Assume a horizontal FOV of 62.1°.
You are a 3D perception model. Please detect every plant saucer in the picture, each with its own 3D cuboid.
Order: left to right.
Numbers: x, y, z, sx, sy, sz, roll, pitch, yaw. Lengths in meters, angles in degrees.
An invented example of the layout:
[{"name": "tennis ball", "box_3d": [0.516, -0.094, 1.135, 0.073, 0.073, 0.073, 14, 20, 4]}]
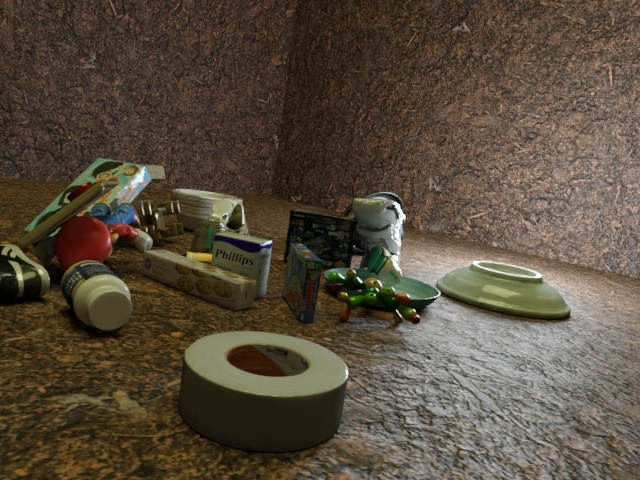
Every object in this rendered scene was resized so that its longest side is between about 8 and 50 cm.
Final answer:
[{"name": "plant saucer", "box_3d": [0.164, 0.132, 1.452, 0.317, 0.044, 0.317, 8, 8, -1]}, {"name": "plant saucer", "box_3d": [0.567, 0.135, 1.649, 0.400, 0.101, 0.400, 8, 8, -1]}]

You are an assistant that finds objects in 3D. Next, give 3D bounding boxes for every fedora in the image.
[{"name": "fedora", "box_3d": [0.221, -0.039, 2.118, 0.334, 0.334, 0.152, 1, 41, -42]}]

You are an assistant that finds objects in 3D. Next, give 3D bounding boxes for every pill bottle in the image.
[{"name": "pill bottle", "box_3d": [-0.392, 0.098, 0.937, 0.094, 0.094, 0.169, 2, 10, -37]}]

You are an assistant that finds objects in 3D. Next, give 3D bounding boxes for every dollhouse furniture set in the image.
[{"name": "dollhouse furniture set", "box_3d": [-0.578, -0.107, 1.701, 0.161, 0.242, 0.212, -8, 3, 17]}]

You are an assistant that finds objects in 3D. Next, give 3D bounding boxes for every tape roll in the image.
[{"name": "tape roll", "box_3d": [-0.075, 0.191, 0.711, 0.219, 0.072, 0.219, 9, 8, -1]}]

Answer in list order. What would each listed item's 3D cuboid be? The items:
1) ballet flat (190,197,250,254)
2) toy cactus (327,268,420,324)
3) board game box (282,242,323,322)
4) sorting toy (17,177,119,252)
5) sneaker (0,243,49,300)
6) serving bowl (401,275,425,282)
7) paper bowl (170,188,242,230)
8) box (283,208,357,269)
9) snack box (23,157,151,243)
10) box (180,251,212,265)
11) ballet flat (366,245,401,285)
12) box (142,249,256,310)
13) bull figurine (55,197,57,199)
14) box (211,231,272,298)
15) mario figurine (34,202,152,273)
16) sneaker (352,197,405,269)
[{"name": "ballet flat", "box_3d": [-0.308, -0.046, 1.699, 0.164, 0.182, 0.483, 7, 8, -3]}, {"name": "toy cactus", "box_3d": [0.118, 0.129, 1.216, 0.219, 0.112, 0.180, 16, 10, 3]}, {"name": "board game box", "box_3d": [-0.044, 0.090, 1.207, 0.035, 0.136, 0.201, 7, 8, -15]}, {"name": "sorting toy", "box_3d": [-0.596, -0.045, 1.182, 0.307, 0.041, 0.229, -38, 16, -5]}, {"name": "sneaker", "box_3d": [-0.632, 0.058, 1.020, 0.217, 0.079, 0.121, 14, 11, 33]}, {"name": "serving bowl", "box_3d": [0.277, 0.131, 1.621, 0.083, 0.027, 0.083, 8, 8, -1]}, {"name": "paper bowl", "box_3d": [-0.462, -0.117, 2.137, 0.284, 0.148, 0.284, 8, 8, -1]}, {"name": "box", "box_3d": [0.000, 0.000, 1.720, 0.220, 0.175, 0.051, 9, 8, 7]}, {"name": "snack box", "box_3d": [-0.654, -0.106, 1.515, 0.187, 0.060, 0.322, 11, 50, 21]}, {"name": "box", "box_3d": [-0.290, 0.064, 1.347, 0.136, 0.028, 0.081, 4, -34, -17]}, {"name": "ballet flat", "box_3d": [0.183, 0.075, 1.498, 0.086, 0.086, 0.248, 8, 10, -2]}, {"name": "box", "box_3d": [-0.287, 0.086, 1.229, 0.324, 0.067, 0.063, 15, 11, 34]}, {"name": "bull figurine", "box_3d": [-0.764, -0.082, 1.758, 0.188, 0.101, 0.310, 1, 12, -35]}, {"name": "box", "box_3d": [-0.191, 0.058, 1.265, 0.126, 0.137, 0.072, 11, 9, 18]}, {"name": "mario figurine", "box_3d": [-0.536, 0.013, 1.272, 0.198, 0.170, 0.320, -32, 18, 7]}, {"name": "sneaker", "box_3d": [0.183, -0.008, 1.666, 0.137, 0.210, 0.366, 4, -7, 20]}]
